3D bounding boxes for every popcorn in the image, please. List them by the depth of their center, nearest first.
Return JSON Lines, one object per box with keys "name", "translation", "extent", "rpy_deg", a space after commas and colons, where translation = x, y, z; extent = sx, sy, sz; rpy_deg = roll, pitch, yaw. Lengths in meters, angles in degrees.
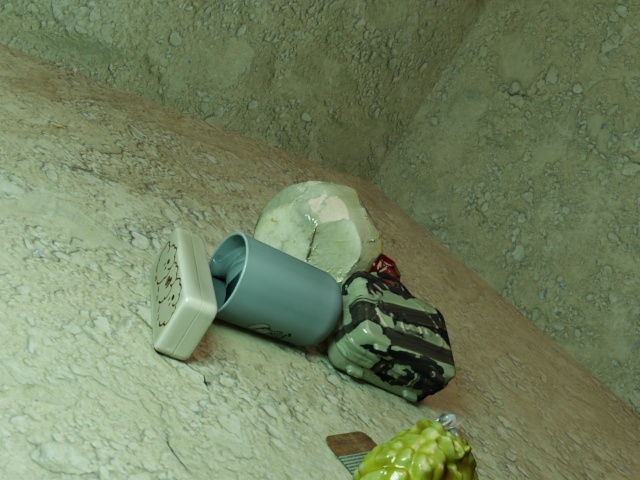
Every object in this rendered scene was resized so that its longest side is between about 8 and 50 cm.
{"name": "popcorn", "translation": [0.175, 0.456, 1.286], "extent": [0.270, 0.224, 0.258], "rpy_deg": [36, 33, -23]}

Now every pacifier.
{"name": "pacifier", "translation": [0.324, 0.474, 1.813], "extent": [0.099, 0.082, 0.078], "rpy_deg": [166, -99, -84]}

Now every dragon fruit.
{"name": "dragon fruit", "translation": [0.167, 0.131, 2.306], "extent": [0.274, 0.193, 0.192], "rpy_deg": [32, -11, -6]}

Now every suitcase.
{"name": "suitcase", "translation": [0.176, 0.238, 1.917], "extent": [0.352, 0.194, 0.339], "rpy_deg": [28, 34, -25]}

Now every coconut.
{"name": "coconut", "translation": [0.000, 0.000, 2.067], "extent": [0.346, 0.346, 0.360], "rpy_deg": [40, 21, 23]}

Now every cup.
{"name": "cup", "translation": [-0.108, 0.128, 1.728], "extent": [0.312, 0.205, 0.205], "rpy_deg": [25, 18, -29]}

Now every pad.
{"name": "pad", "translation": [0.185, 0.475, 1.533], "extent": [0.323, 0.055, 0.250], "rpy_deg": [-10, 42, -42]}

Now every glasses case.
{"name": "glasses case", "translation": [-0.300, 0.105, 1.543], "extent": [0.076, 0.144, 0.336], "rpy_deg": [25, 17, -25]}
